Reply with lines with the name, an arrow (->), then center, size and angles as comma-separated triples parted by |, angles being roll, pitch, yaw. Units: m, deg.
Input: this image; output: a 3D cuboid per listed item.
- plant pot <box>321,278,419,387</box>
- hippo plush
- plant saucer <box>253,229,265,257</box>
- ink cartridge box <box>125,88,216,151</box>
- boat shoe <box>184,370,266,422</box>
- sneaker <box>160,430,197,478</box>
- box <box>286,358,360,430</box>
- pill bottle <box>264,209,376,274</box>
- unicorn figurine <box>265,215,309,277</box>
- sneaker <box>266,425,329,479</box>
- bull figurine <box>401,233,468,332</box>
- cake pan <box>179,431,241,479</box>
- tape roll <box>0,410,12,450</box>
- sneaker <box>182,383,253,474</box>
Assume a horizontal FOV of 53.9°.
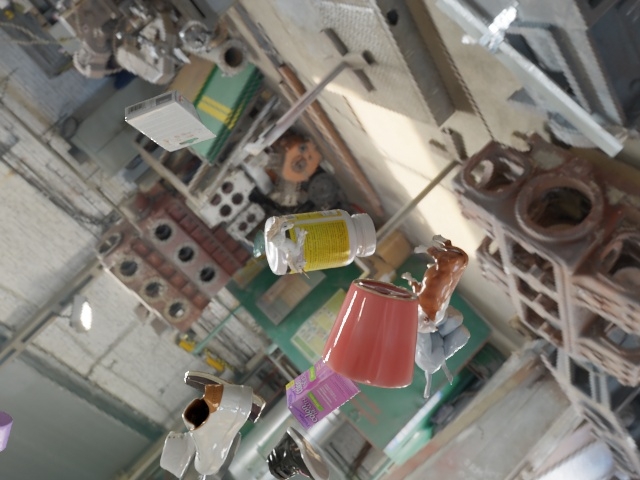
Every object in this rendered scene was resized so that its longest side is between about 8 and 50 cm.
plant pot -> 0.157, 0.251, 1.787 | 0.275, 0.243, 0.275 | 12, -171, -2
hippo plush -> 0.354, 0.328, 2.163 | 0.237, 0.234, 0.294 | 16, 124, 61
plant saucer -> -0.255, 0.016, 2.676 | 0.021, 0.119, 0.119 | 10, 163, 11
ink cartridge box -> -0.360, -0.289, 1.534 | 0.179, 0.145, 0.045 | 35, -136, -62
boat shoe -> -0.325, 0.517, 2.080 | 0.285, 0.092, 0.103 | 23, 151, -1
sneaker -> -0.438, 0.666, 2.160 | 0.169, 0.292, 0.108 | 19, 157, 20
box -> 0.004, 0.544, 2.314 | 0.117, 0.243, 0.213 | 52, -178, -9
pill bottle -> 0.000, 0.000, 2.036 | 0.188, 0.334, 0.187 | 173, 90, -73
unicorn figurine -> -0.077, 0.013, 1.657 | 0.162, 0.111, 0.060 | 31, 169, -11
sneaker -> -0.076, 0.726, 2.005 | 0.104, 0.147, 0.296 | 42, 174, -25
bull figurine -> 0.345, 0.134, 1.937 | 0.101, 0.310, 0.188 | 3, -147, -43
cake pan -> -0.345, 0.705, 1.989 | 0.054, 0.293, 0.293 | 27, 167, 16
tape roll -> -1.138, 0.597, 2.002 | 0.275, 0.090, 0.275 | 12, 175, 1
sneaker -> -0.245, 0.398, 1.352 | 0.123, 0.290, 0.106 | 15, -145, -17
